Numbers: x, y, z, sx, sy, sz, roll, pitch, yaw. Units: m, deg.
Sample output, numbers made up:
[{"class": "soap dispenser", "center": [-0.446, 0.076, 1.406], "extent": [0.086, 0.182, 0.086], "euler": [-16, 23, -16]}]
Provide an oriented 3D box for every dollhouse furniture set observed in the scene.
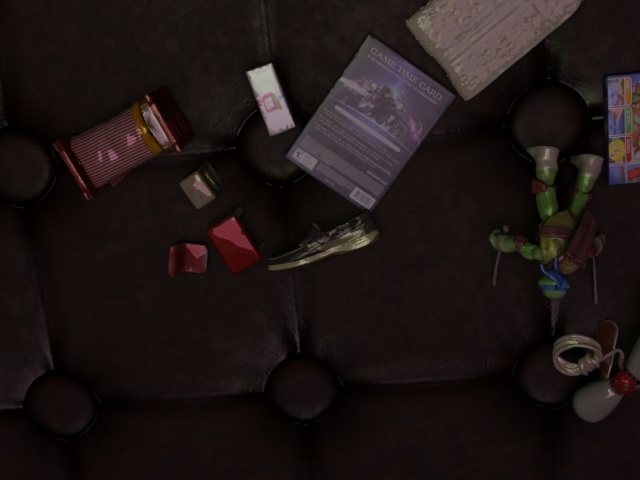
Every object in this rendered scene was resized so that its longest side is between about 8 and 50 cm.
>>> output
[{"class": "dollhouse furniture set", "center": [-0.282, -0.075, 1.644], "extent": [0.201, 0.152, 0.374], "euler": [-29, 103, 10]}]

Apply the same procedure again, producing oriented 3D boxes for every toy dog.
[{"class": "toy dog", "center": [0.616, 0.199, 1.716], "extent": [0.333, 0.161, 0.220], "euler": [-23, 108, 24]}]

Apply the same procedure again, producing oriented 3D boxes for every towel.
[{"class": "towel", "center": [0.308, -0.404, 1.581], "extent": [0.282, 0.049, 0.187], "euler": [-39, 100, 13]}]

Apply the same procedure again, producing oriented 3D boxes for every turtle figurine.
[{"class": "turtle figurine", "center": [0.419, -0.026, 1.660], "extent": [0.197, 0.274, 0.266], "euler": [8, 87, 23]}]

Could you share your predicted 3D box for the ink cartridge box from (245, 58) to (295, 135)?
[{"class": "ink cartridge box", "center": [-0.087, -0.256, 1.617], "extent": [0.052, 0.088, 0.122], "euler": [-18, 105, 4]}]

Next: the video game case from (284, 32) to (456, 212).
[{"class": "video game case", "center": [0.089, -0.210, 1.658], "extent": [0.196, 0.026, 0.274], "euler": [34, 104, -8]}]

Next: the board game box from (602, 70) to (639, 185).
[{"class": "board game box", "center": [0.584, -0.206, 1.634], "extent": [0.136, 0.035, 0.201], "euler": [-4, 106, 4]}]

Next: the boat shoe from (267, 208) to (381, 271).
[{"class": "boat shoe", "center": [0.000, 0.000, 1.699], "extent": [0.223, 0.080, 0.073], "euler": [-17, 93, 9]}]
